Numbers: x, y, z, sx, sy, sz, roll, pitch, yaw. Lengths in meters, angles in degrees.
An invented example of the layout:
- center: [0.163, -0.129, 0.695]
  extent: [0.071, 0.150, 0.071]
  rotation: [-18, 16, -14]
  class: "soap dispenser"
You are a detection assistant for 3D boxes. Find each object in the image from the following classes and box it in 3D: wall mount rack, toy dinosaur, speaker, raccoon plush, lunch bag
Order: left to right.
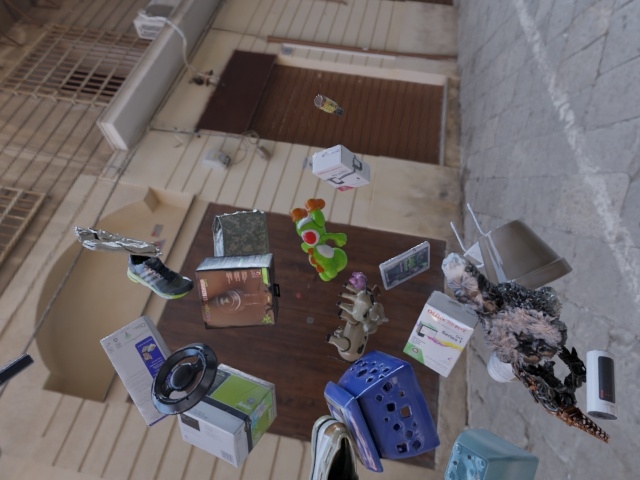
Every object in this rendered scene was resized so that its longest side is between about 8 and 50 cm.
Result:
- center: [-0.378, -0.003, 1.926]
  extent: [0.169, 0.235, 0.286]
  rotation: [25, 118, 54]
  class: "lunch bag"
- center: [0.804, -0.014, 2.044]
  extent: [0.130, 0.304, 0.350]
  rotation: [-51, -10, -25]
  class: "wall mount rack"
- center: [0.574, 0.148, 1.219]
  extent: [0.446, 0.216, 0.299]
  rotation: [56, -145, -8]
  class: "raccoon plush"
- center: [0.699, 0.438, 1.199]
  extent: [0.164, 0.322, 0.218]
  rotation: [-31, -56, -27]
  class: "toy dinosaur"
- center: [0.605, 0.311, 0.876]
  extent: [0.055, 0.055, 0.136]
  rotation: [90, -161, -59]
  class: "speaker"

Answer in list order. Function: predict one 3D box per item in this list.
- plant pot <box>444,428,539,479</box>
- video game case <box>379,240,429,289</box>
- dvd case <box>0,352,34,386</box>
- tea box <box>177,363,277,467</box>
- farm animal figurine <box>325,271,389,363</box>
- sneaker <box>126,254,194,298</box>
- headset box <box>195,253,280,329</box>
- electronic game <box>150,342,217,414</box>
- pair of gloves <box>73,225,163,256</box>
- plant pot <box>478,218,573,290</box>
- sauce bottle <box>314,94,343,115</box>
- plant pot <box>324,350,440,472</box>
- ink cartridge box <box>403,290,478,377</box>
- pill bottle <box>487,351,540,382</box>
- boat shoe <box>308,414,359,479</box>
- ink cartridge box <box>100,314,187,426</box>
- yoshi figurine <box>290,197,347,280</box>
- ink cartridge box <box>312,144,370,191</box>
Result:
- center: [0.616, 0.872, 1.533]
  extent: [0.247, 0.252, 0.247]
  rotation: [10, 77, 55]
  class: "plant pot"
- center: [0.285, 0.089, 1.359]
  extent: [0.022, 0.173, 0.190]
  rotation: [62, 179, 30]
  class: "video game case"
- center: [-0.732, 0.329, 0.834]
  extent: [0.029, 0.179, 0.239]
  rotation: [59, -137, -12]
  class: "dvd case"
- center: [-0.425, 0.799, 1.899]
  extent: [0.323, 0.329, 0.219]
  rotation: [-40, -45, -52]
  class: "tea box"
- center: [0.143, 0.281, 1.426]
  extent: [0.326, 0.172, 0.330]
  rotation: [-68, -14, 3]
  class: "farm animal figurine"
- center: [-0.619, 0.126, 1.548]
  extent: [0.111, 0.300, 0.121]
  rotation: [-58, -19, -46]
  class: "sneaker"
- center: [-0.288, 0.188, 1.504]
  extent: [0.131, 0.283, 0.246]
  rotation: [-93, 0, -69]
  class: "headset box"
- center: [-0.422, 0.423, 1.259]
  extent: [0.048, 0.229, 0.229]
  rotation: [61, -148, -41]
  class: "electronic game"
- center: [-0.582, 0.002, 1.173]
  extent: [0.204, 0.240, 0.042]
  rotation: [12, -87, -44]
  class: "pair of gloves"
- center: [0.821, 0.072, 1.707]
  extent: [0.323, 0.323, 0.280]
  rotation: [75, 171, -77]
  class: "plant pot"
- center: [0.032, -0.440, 1.333]
  extent: [0.128, 0.042, 0.042]
  rotation: [0, -79, -56]
  class: "sauce bottle"
- center: [0.151, 0.468, 1.124]
  extent: [0.235, 0.212, 0.236]
  rotation: [68, 162, -1]
  class: "plant pot"
- center: [0.483, 0.374, 1.633]
  extent: [0.117, 0.201, 0.278]
  rotation: [-32, -36, -51]
  class: "ink cartridge box"
- center: [0.701, 0.448, 1.498]
  extent: [0.229, 0.131, 0.131]
  rotation: [85, -165, -59]
  class: "pill bottle"
- center: [0.034, 0.611, 1.025]
  extent: [0.103, 0.113, 0.302]
  rotation: [-2, 93, 62]
  class: "boat shoe"
- center: [-0.580, 0.435, 1.373]
  extent: [0.332, 0.165, 0.065]
  rotation: [60, 174, 3]
  class: "ink cartridge box"
- center: [0.009, 0.005, 1.815]
  extent: [0.203, 0.203, 0.362]
  rotation: [112, 141, -70]
  class: "yoshi figurine"
- center: [0.062, -0.210, 1.201]
  extent: [0.150, 0.109, 0.063]
  rotation: [23, -117, -47]
  class: "ink cartridge box"
